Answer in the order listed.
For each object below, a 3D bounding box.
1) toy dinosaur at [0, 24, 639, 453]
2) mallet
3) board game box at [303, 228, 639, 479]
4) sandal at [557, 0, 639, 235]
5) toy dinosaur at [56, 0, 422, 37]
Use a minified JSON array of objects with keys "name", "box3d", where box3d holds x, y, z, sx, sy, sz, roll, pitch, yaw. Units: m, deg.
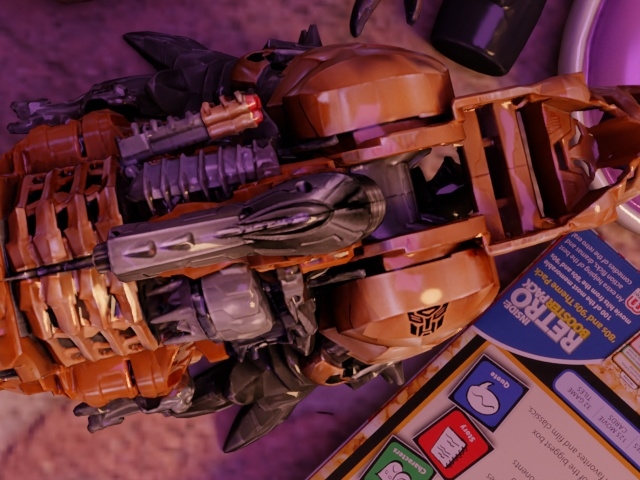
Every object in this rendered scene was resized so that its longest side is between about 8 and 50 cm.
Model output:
[{"name":"toy dinosaur","box3d":[0.000,0.000,0.473,0.322,0.218,0.164,8,86,-13]},{"name":"mallet","box3d":[0.072,-0.118,0.511,0.039,0.190,0.062,24,77,6]},{"name":"board game box","box3d":[0.085,0.107,0.544,0.193,0.045,0.147,-42,68,-10]},{"name":"sandal","box3d":[0.284,-0.139,0.596,0.416,0.102,0.169,-28,94,-11]},{"name":"toy dinosaur","box3d":[-0.056,-0.140,0.519,0.295,0.200,0.127,-12,73,14]}]
